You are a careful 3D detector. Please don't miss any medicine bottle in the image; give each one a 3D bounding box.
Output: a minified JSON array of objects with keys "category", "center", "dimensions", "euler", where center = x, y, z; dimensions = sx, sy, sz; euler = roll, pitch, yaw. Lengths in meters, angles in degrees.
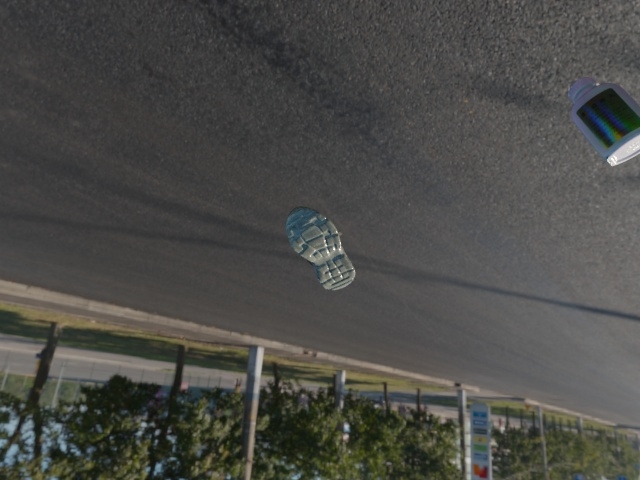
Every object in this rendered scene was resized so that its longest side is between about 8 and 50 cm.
[{"category":"medicine bottle","center":[0.637,-0.278,1.048],"dimensions":[0.078,0.219,0.115],"euler":[23,130,-38]}]

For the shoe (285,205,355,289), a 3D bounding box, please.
[{"category":"shoe","center":[0.000,0.000,1.046],"dimensions":[0.099,0.125,0.227],"euler":[-25,122,8]}]
